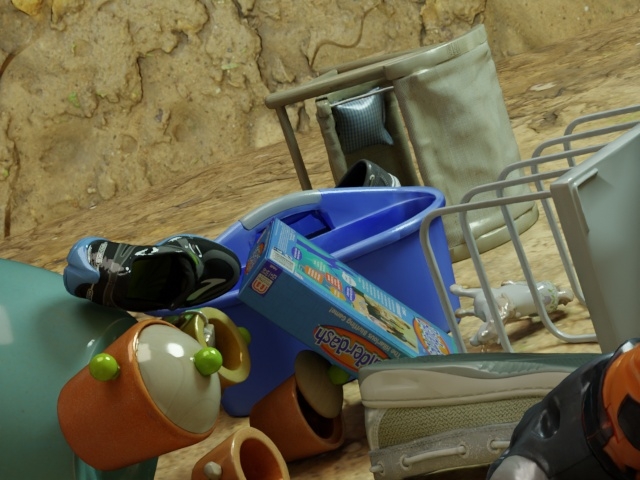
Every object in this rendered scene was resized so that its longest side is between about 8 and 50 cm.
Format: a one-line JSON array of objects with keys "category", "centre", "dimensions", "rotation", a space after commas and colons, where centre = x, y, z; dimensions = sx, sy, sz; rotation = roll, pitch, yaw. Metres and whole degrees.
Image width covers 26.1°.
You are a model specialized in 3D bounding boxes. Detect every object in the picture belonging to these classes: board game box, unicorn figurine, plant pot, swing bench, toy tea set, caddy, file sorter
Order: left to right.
[{"category": "plant pot", "centre": [-0.269, 0.149, 1.139], "dimensions": [0.235, 0.293, 0.293], "rotation": [2, 18, 15]}, {"category": "toy tea set", "centre": [-0.062, 0.131, 1.071], "dimensions": [0.124, 0.200, 0.336], "rotation": [-30, 2, 24]}, {"category": "caddy", "centre": [-0.018, 0.039, 1.445], "dimensions": [0.341, 0.179, 0.241], "rotation": [-23, 12, -17]}, {"category": "board game box", "centre": [0.029, 0.071, 1.216], "dimensions": [0.047, 0.210, 0.160], "rotation": [-55, 6, 11]}, {"category": "swing bench", "centre": [0.107, -0.105, 1.709], "dimensions": [0.255, 0.253, 0.165], "rotation": [-10, 15, 34]}, {"category": "unicorn figurine", "centre": [0.176, 0.066, 1.329], "dimensions": [0.162, 0.060, 0.111], "rotation": [-25, 14, -25]}, {"category": "file sorter", "centre": [0.242, 0.004, 1.210], "dimensions": [0.173, 0.192, 0.278], "rotation": [-10, 15, 43]}]

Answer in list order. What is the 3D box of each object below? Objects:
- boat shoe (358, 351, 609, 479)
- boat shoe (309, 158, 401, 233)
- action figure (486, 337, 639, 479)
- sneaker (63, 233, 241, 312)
[{"category": "boat shoe", "centre": [0.168, 0.136, 0.999], "dimensions": [0.320, 0.103, 0.118], "rotation": [-2, 0, 35]}, {"category": "boat shoe", "centre": [0.000, 0.000, 1.606], "dimensions": [0.228, 0.076, 0.080], "rotation": [-47, 38, 2]}, {"category": "action figure", "centre": [0.218, 0.089, 0.762], "dimensions": [0.341, 0.178, 0.330], "rotation": [-13, -33, -39]}, {"category": "sneaker", "centre": [-0.124, 0.033, 1.114], "dimensions": [0.078, 0.067, 0.188], "rotation": [21, 10, 31]}]
